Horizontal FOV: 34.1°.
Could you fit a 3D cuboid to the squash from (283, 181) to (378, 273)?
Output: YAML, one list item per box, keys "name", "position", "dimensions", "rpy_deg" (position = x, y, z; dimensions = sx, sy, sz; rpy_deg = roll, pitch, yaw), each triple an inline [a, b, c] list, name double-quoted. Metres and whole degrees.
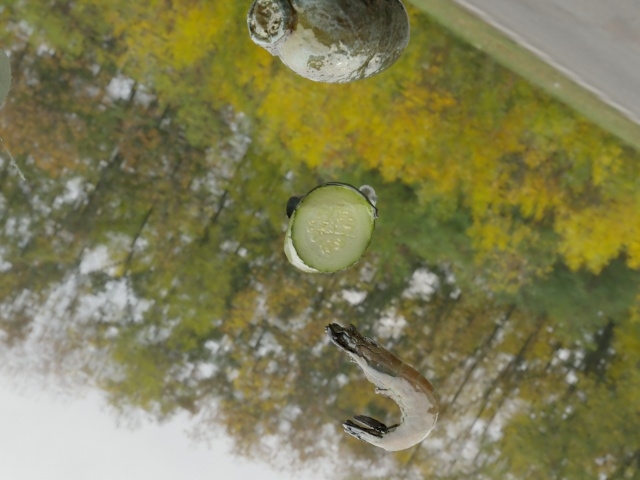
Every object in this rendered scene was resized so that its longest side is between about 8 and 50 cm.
- name: "squash"
  position: [-0.011, 0.011, 1.660]
  dimensions: [0.137, 0.137, 0.287]
  rpy_deg: [28, 160, -6]

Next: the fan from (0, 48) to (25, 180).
- name: "fan"
  position: [-0.622, -0.242, 1.921]
  dimensions: [0.310, 0.182, 0.010]
  rpy_deg: [57, 171, 3]

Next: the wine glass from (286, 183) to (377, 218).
- name: "wine glass"
  position: [0.022, -0.074, 2.082]
  dimensions: [0.198, 0.066, 0.066]
  rpy_deg: [-8, -147, -40]

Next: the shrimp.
- name: "shrimp"
  position: [0.073, 0.220, 1.559]
  dimensions: [0.219, 0.152, 0.046]
  rpy_deg: [43, -152, 9]

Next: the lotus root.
- name: "lotus root"
  position: [0.041, -0.339, 1.663]
  dimensions: [0.175, 0.175, 0.350]
  rpy_deg: [34, -152, 29]
